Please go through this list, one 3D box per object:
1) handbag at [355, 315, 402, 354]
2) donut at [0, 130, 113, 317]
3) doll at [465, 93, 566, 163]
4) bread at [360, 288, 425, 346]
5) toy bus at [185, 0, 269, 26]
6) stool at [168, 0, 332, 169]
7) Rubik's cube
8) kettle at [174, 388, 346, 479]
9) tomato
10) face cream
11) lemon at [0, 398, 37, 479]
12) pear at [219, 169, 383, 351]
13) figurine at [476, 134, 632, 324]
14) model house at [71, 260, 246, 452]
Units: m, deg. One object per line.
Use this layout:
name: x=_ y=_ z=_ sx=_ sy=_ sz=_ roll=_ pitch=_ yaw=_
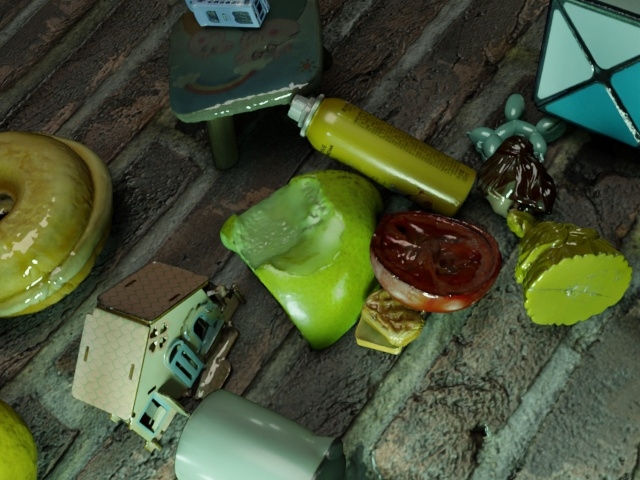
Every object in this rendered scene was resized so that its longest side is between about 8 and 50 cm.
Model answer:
handbag: x=0.105 y=0.157 z=1.412 sx=0.083 sy=0.027 sz=0.061 roll=12 pitch=60 yaw=18
donut: x=-0.622 y=-0.042 z=1.653 sx=0.448 sy=0.198 sz=0.449 roll=-7 pitch=59 yaw=12
doll: x=0.355 y=-0.195 z=1.529 sx=0.159 sy=0.059 sz=0.159 roll=25 pitch=69 yaw=27
bread: x=0.123 y=0.127 z=1.386 sx=0.083 sy=0.044 sz=0.110 roll=-37 pitch=61 yaw=-21
toy bus: x=-0.188 y=-0.452 z=1.576 sx=0.167 sy=0.073 sz=0.076 roll=7 pitch=63 yaw=20
stool: x=-0.122 y=-0.324 z=1.656 sx=0.310 sy=0.226 sz=0.310 roll=-11 pitch=56 yaw=12
Rubik's cube: x=0.539 y=-0.336 z=1.415 sx=0.246 sy=0.248 sz=0.250 roll=30 pitch=54 yaw=31
kettle: x=-0.091 y=0.373 z=1.278 sx=0.236 sy=0.161 sz=0.221 roll=17 pitch=94 yaw=23
tomato: x=0.185 y=0.046 z=1.389 sx=0.227 sy=0.101 sz=0.228 roll=8 pitch=41 yaw=-7
face cream: x=0.102 y=-0.161 z=1.473 sx=0.348 sy=0.105 sz=0.105 roll=29 pitch=69 yaw=0
lemon: x=-0.590 y=0.374 z=1.339 sx=0.253 sy=0.310 sz=0.253 roll=11 pitch=38 yaw=-9
pear: x=0.000 y=0.000 z=1.454 sx=0.281 sy=0.176 sz=0.286 roll=-36 pitch=57 yaw=-9
figurine: x=0.357 y=-0.026 z=1.386 sx=0.187 sy=0.168 sz=0.315 roll=-13 pitch=46 yaw=-10
model house: x=-0.269 y=0.165 z=1.393 sx=0.169 sy=0.244 sz=0.326 roll=17 pitch=65 yaw=28
